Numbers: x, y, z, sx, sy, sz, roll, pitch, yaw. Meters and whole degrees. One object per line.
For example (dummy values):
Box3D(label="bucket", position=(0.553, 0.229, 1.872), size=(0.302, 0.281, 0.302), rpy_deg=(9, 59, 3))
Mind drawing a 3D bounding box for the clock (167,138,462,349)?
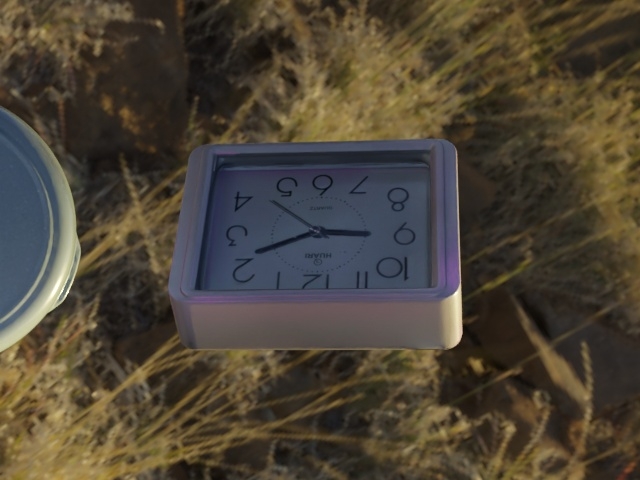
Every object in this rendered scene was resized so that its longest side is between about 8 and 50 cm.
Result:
Box3D(label="clock", position=(0.000, 0.000, 0.844), size=(0.197, 0.063, 0.150), rpy_deg=(0, 51, 6))

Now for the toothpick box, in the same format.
Box3D(label="toothpick box", position=(-0.362, -0.011, 1.141), size=(0.263, 0.354, 0.263), rpy_deg=(2, 85, -17))
